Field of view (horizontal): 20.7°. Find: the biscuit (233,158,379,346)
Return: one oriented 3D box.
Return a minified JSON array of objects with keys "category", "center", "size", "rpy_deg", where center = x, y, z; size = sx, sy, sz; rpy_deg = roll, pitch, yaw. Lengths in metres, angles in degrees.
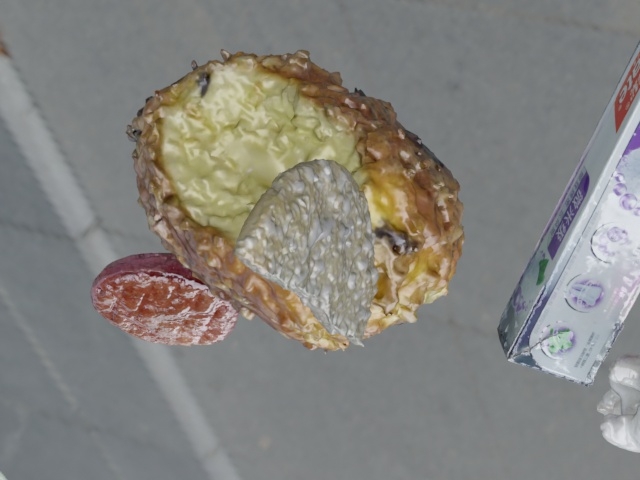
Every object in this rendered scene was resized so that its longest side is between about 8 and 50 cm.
[{"category":"biscuit","center":[0.002,-0.002,1.519],"size":[0.032,0.133,0.250],"rpy_deg":[10,164,28]}]

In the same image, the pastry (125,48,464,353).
[{"category":"pastry","center":[-0.010,-0.037,1.958],"size":[0.405,0.292,0.337],"rpy_deg":[31,171,30]}]

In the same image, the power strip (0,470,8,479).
[{"category":"power strip","center":[-0.419,0.273,1.505],"size":[0.161,0.357,0.357],"rpy_deg":[35,162,49]}]

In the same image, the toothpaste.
[{"category":"toothpaste","center":[0.144,-0.023,0.819],"size":[0.047,0.040,0.196],"rpy_deg":[19,115,-10]}]

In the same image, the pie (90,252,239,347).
[{"category":"pie","center":[-0.184,0.073,2.095],"size":[0.182,0.050,0.182],"rpy_deg":[6,148,4]}]

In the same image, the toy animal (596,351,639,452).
[{"category":"toy animal","center":[0.325,0.154,1.751],"size":[0.130,0.104,0.221],"rpy_deg":[-8,-178,-5]}]
